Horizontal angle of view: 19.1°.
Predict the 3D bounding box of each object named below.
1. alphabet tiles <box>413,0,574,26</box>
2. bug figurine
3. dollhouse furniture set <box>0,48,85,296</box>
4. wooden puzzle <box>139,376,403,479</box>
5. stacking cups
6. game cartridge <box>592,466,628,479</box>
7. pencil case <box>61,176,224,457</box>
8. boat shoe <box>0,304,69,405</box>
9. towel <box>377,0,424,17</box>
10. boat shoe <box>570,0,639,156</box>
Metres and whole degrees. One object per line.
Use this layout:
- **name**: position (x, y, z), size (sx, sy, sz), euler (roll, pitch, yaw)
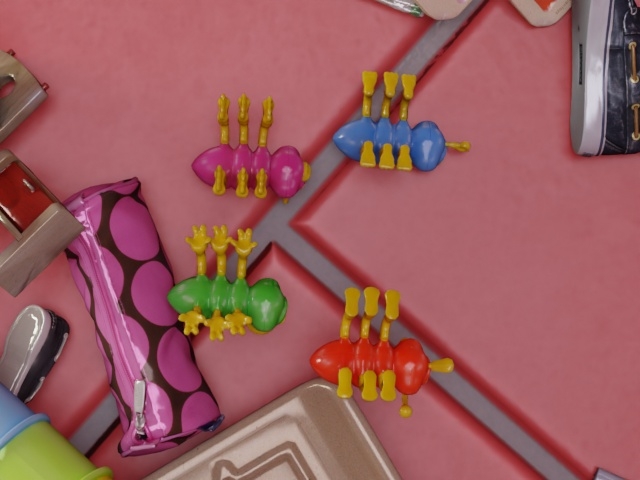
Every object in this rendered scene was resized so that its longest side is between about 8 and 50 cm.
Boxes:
- **alphabet tiles**: position (0.144, -0.312, 1.455), size (0.284, 0.021, 0.278), euler (-48, 118, -3)
- **bug figurine**: position (0.000, 0.000, 1.441), size (0.216, 0.072, 0.279), euler (9, 63, -3)
- **dollhouse furniture set**: position (-0.256, -0.082, 1.392), size (0.129, 0.129, 0.184), euler (-45, 55, -3)
- **wooden puzzle**: position (-0.055, 0.320, 1.458), size (0.348, 0.080, 0.322), euler (-31, 89, 2)
- **stacking cups**: position (-0.246, 0.138, 1.405), size (0.316, 0.096, 0.096), euler (43, 87, 16)
- **game cartridge**: position (0.227, 0.228, 1.499), size (0.056, 0.017, 0.083), euler (24, 88, -5)
- **pencil case**: position (-0.145, 0.058, 1.445), size (0.095, 0.098, 0.209), euler (-22, 87, 27)
- **boat shoe**: position (-0.236, 0.110, 1.472), size (0.046, 0.038, 0.125), euler (23, 86, 41)
- **towel**: position (0.031, -0.252, 1.505), size (0.152, 0.023, 0.113), euler (20, 85, 1)
- **boat shoe**: position (0.242, -0.156, 1.485), size (0.083, 0.065, 0.183), euler (0, 102, -7)
